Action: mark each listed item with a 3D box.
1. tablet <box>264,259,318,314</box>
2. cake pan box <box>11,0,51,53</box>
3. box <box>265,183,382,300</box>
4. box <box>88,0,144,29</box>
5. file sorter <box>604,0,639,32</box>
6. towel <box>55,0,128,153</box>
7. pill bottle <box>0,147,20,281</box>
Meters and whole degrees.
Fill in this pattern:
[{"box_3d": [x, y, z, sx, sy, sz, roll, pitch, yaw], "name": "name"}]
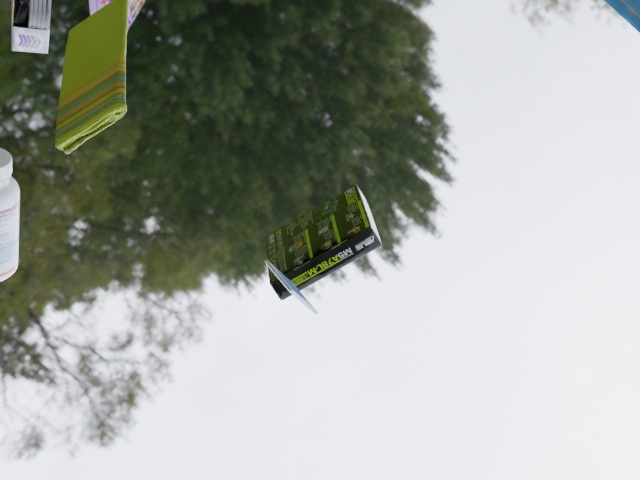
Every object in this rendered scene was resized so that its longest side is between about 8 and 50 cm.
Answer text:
[{"box_3d": [-0.034, 0.054, 1.182, 0.006, 0.054, 0.083, -46, -147, 1], "name": "tablet"}, {"box_3d": [-0.463, -0.472, 1.659, 0.246, 0.070, 0.267, 118, -30, -58], "name": "cake pan box"}, {"box_3d": [0.000, 0.000, 1.659, 0.184, 0.045, 0.191, -28, -157, 6], "name": "box"}, {"box_3d": [-0.347, -0.478, 1.866, 0.201, 0.057, 0.293, -62, -172, -10], "name": "box"}, {"box_3d": [0.323, -0.256, 0.894, 0.170, 0.118, 0.104, -46, 178, -45], "name": "file sorter"}, {"box_3d": [-0.277, -0.210, 1.269, 0.102, 0.021, 0.237, -27, -136, 19], "name": "towel"}, {"box_3d": [-0.415, -0.032, 1.264, 0.087, 0.087, 0.160, -85, -175, -60], "name": "pill bottle"}]
